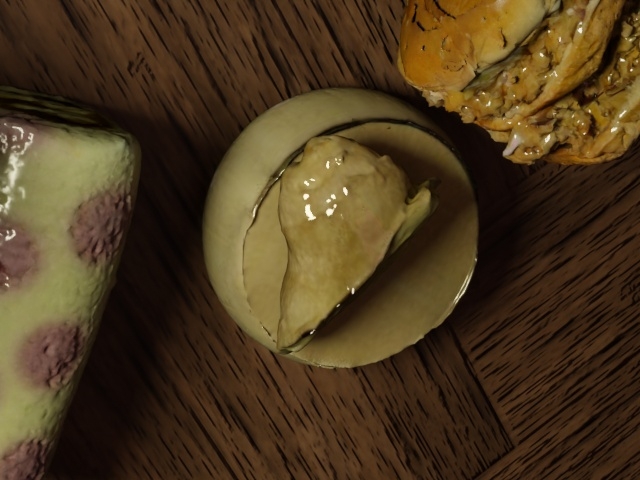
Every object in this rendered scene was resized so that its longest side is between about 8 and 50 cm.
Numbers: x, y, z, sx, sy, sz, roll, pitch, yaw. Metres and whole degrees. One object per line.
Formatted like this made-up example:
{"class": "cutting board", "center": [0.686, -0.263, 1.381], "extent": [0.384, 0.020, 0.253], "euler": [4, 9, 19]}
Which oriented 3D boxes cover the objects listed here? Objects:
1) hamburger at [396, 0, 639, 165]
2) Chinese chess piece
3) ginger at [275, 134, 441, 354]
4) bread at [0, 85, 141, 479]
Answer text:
{"class": "hamburger", "center": [0.192, -0.206, 1.317], "extent": [0.211, 0.245, 0.260], "euler": [24, 134, -27]}
{"class": "Chinese chess piece", "center": [0.019, -0.010, 1.375], "extent": [0.249, 0.103, 0.250], "euler": [-9, 112, -23]}
{"class": "ginger", "center": [-0.001, 0.004, 1.268], "extent": [0.122, 0.115, 0.193], "euler": [35, 101, -11]}
{"class": "bread", "center": [-0.255, 0.053, 1.218], "extent": [0.155, 0.187, 0.338], "euler": [14, 99, -27]}
